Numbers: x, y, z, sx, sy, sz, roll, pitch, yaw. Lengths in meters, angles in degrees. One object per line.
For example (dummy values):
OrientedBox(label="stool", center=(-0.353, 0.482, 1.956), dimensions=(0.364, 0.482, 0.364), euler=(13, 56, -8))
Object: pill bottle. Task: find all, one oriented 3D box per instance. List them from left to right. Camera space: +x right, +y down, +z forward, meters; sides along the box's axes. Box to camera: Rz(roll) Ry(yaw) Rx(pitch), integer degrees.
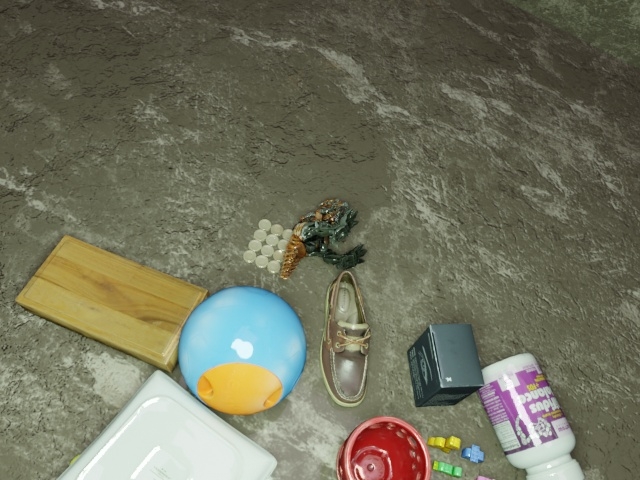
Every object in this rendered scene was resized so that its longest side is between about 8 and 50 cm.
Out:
OrientedBox(label="pill bottle", center=(0.505, 0.442, 1.315), dimensions=(0.169, 0.169, 0.301), euler=(-13, 65, -16))

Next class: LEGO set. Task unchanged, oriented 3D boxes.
OrientedBox(label="LEGO set", center=(0.322, 0.514, 1.286), dimensions=(0.227, 0.093, 0.087), euler=(19, 60, 1))

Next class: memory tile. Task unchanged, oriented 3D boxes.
OrientedBox(label="memory tile", center=(-0.143, 0.015, 1.524), dimensions=(0.113, 0.012, 0.148), euler=(22, 60, 2))

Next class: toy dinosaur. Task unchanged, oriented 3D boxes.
OrientedBox(label="toy dinosaur", center=(0.000, 0.000, 1.483), dimensions=(0.218, 0.164, 0.322), euler=(10, 63, 34))

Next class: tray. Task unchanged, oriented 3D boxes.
OrientedBox(label="tray", center=(-0.500, 0.147, 1.325), dimensions=(0.411, 0.076, 0.203), euler=(20, 60, 9))

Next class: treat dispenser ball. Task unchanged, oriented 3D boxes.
OrientedBox(label="treat dispenser ball", center=(-0.175, 0.247, 1.234), dimensions=(0.288, 0.288, 0.288), euler=(4, 61, -8))

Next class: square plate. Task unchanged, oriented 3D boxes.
OrientedBox(label="square plate", center=(-0.322, 0.487, 1.105), dimensions=(0.347, 0.049, 0.344), euler=(33, 57, 12))

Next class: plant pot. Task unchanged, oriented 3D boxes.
OrientedBox(label="plant pot", center=(0.131, 0.505, 1.211), dimensions=(0.191, 0.174, 0.191), euler=(4, 60, -7))

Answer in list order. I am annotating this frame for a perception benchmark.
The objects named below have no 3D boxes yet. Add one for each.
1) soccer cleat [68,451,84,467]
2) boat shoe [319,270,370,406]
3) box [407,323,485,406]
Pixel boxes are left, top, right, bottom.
OrientedBox(label="soccer cleat", center=(-0.405, 0.451, 1.209), dimensions=(0.289, 0.093, 0.121), euler=(-13, 44, -15))
OrientedBox(label="boat shoe", center=(0.067, 0.239, 1.374), dimensions=(0.123, 0.123, 0.342), euler=(6, 61, -7))
OrientedBox(label="box", center=(0.299, 0.310, 1.328), dimensions=(0.108, 0.207, 0.153), euler=(0, 62, -10))
